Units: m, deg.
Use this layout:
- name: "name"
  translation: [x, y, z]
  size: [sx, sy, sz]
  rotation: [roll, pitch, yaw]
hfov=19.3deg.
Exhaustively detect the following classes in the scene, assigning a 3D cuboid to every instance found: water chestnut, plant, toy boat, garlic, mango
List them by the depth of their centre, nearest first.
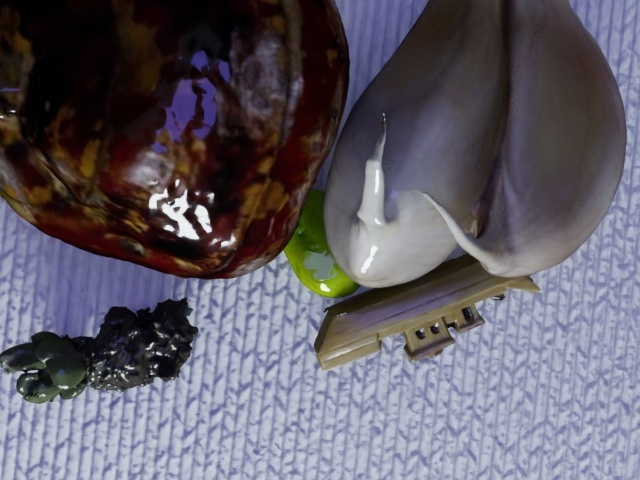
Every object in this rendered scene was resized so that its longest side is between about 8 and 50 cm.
- name: "water chestnut"
  translation: [-0.108, -0.127, 1.545]
  size: [0.335, 0.347, 0.335]
  rotation: [-3, 85, 41]
- name: "garlic"
  translation: [0.133, -0.062, 1.548]
  size: [0.231, 0.340, 0.246]
  rotation: [25, 128, 1]
- name: "plant"
  translation: [-0.189, 0.100, 1.625]
  size: [0.174, 0.087, 0.085]
  rotation: [-14, 60, -9]
- name: "mango"
  translation: [0.000, 0.000, 1.646]
  size: [0.073, 0.056, 0.108]
  rotation: [-40, 88, -9]
- name: "toy boat"
  translation: [0.093, 0.066, 1.649]
  size: [0.206, 0.064, 0.072]
  rotation: [-20, 104, -4]
